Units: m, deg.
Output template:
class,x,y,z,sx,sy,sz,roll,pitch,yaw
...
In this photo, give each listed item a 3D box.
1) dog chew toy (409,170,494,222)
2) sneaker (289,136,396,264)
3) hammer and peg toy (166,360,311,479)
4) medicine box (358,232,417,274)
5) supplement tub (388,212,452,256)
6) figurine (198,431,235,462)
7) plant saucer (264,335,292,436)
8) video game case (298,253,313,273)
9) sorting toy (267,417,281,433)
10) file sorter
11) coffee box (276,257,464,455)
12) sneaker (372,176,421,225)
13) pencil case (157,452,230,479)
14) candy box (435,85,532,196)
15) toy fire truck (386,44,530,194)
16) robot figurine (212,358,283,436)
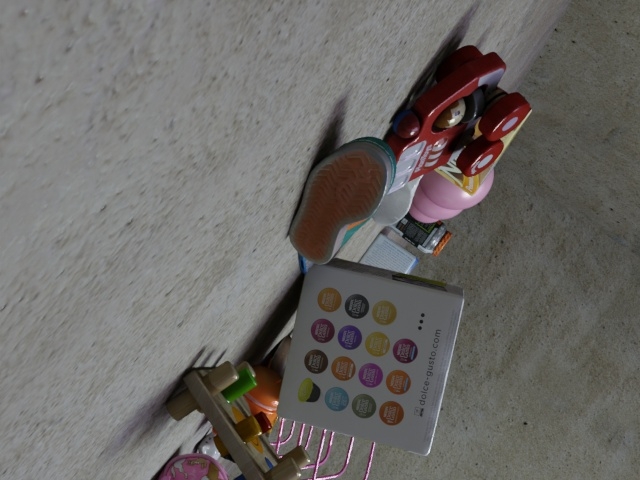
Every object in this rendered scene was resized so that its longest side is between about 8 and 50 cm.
class,x,y,z,sx,sy,sz,roll,pitch,yaw
dog chew toy,0.343,-0.154,2.217,0.206,0.207,0.332,-49,178,-28
sneaker,0.043,-0.078,1.172,0.121,0.108,0.302,-50,179,-32
hammer and peg toy,-0.122,0.341,1.390,0.127,0.266,0.361,-34,170,-2
medicine box,0.185,0.135,2.643,0.289,0.149,0.263,-55,172,3
supplement tub,0.322,-0.038,2.548,0.117,0.190,0.117,-52,171,-11
figurine,-0.261,0.529,2.041,0.215,0.092,0.209,-44,159,-49
plant saucer,-0.122,0.408,2.122,0.310,0.050,0.310,21,90,-82
video game case,0.000,0.000,1.528,0.119,0.015,0.166,-52,172,-11
sorting toy,-0.057,0.384,2.147,0.196,0.047,0.347,101,13,-50
file sorter,-0.034,0.461,1.886,0.202,0.291,0.182,10,95,-45
coffee box,0.122,0.237,1.763,0.338,0.335,0.337,-5,108,-80
sneaker,0.199,-0.131,1.923,0.212,0.080,0.094,-59,-178,23
pencil case,-0.299,0.605,1.817,0.167,0.160,0.386,-30,161,-26
candy box,0.354,-0.252,1.881,0.087,0.183,0.316,-49,171,-22
toy fire truck,0.231,-0.217,1.504,0.254,0.169,0.302,-29,161,-24
robot figurine,-0.158,0.375,1.782,0.219,0.128,0.158,-56,165,11
